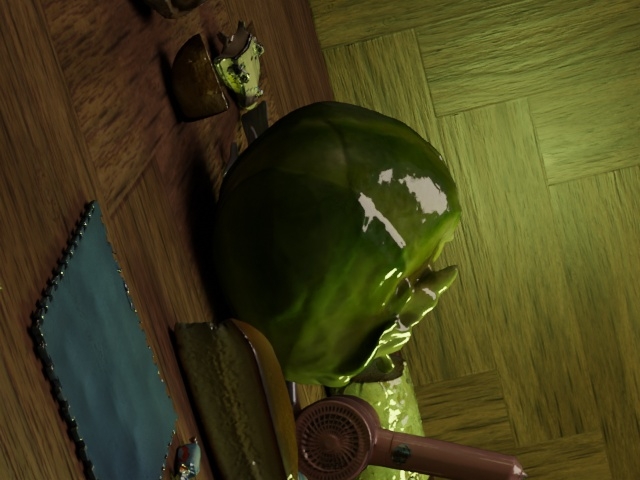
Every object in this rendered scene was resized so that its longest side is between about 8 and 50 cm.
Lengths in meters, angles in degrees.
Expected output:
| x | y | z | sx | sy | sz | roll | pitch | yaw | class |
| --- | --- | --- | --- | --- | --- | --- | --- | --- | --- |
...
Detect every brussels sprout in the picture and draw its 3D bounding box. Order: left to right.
| x | y | z | sx | sy | sz | roll | pitch | yaw | class |
| --- | --- | --- | --- | --- | --- | --- | --- | --- | --- |
| 0.000 | 0.000 | 1.789 | 0.276 | 0.315 | 0.371 | 36 | -72 | 64 | brussels sprout |

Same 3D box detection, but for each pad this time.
| x | y | z | sx | sy | sz | roll | pitch | yaw | class |
| --- | --- | --- | --- | --- | --- | --- | --- | --- | --- |
| -0.191 | 0.128 | 1.239 | 0.269 | 0.012 | 0.269 | -83 | 158 | -66 | pad |

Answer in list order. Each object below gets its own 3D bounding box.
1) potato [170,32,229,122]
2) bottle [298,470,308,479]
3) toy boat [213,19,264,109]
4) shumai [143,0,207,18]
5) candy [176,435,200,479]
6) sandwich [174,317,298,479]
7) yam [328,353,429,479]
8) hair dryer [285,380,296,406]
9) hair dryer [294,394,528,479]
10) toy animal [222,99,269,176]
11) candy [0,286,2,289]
| x | y | z | sx | sy | sz | roll | pitch | yaw | class |
| --- | --- | --- | --- | --- | --- | --- | --- | --- | --- |
| -0.166 | -0.213 | 1.755 | 0.096 | 0.066 | 0.103 | -126 | -165 | -73 | potato |
| -0.063 | 0.296 | 1.689 | 0.217 | 0.060 | 0.060 | 57 | 22 | -64 | bottle |
| -0.123 | -0.263 | 2.151 | 0.210 | 0.066 | 0.084 | 80 | 34 | -65 | toy boat |
| -0.133 | -0.444 | 1.663 | 0.267 | 0.263 | 0.314 | -77 | 155 | -70 | shumai |
| -0.138 | 0.228 | 1.404 | 0.083 | 0.020 | 0.030 | -84 | 161 | -68 | candy |
| -0.089 | 0.192 | 1.543 | 0.096 | 0.094 | 0.258 | -69 | 147 | -68 | sandwich |
| 0.106 | 0.334 | 2.446 | 0.161 | 0.161 | 0.267 | -67 | 146 | -76 | yam |
| -0.045 | 0.208 | 2.042 | 0.063 | 0.037 | 0.114 | 60 | 27 | -68 | hair dryer |
| 0.136 | 0.320 | 2.021 | 0.210 | 0.353 | 0.125 | 27 | 75 | -81 | hair dryer |
| -0.090 | -0.093 | 2.045 | 0.206 | 0.081 | 0.367 | 51 | 19 | -63 | toy animal |
| -0.245 | 0.071 | 0.926 | 0.035 | 0.035 | 0.122 | 87 | 5 | -63 | candy |
